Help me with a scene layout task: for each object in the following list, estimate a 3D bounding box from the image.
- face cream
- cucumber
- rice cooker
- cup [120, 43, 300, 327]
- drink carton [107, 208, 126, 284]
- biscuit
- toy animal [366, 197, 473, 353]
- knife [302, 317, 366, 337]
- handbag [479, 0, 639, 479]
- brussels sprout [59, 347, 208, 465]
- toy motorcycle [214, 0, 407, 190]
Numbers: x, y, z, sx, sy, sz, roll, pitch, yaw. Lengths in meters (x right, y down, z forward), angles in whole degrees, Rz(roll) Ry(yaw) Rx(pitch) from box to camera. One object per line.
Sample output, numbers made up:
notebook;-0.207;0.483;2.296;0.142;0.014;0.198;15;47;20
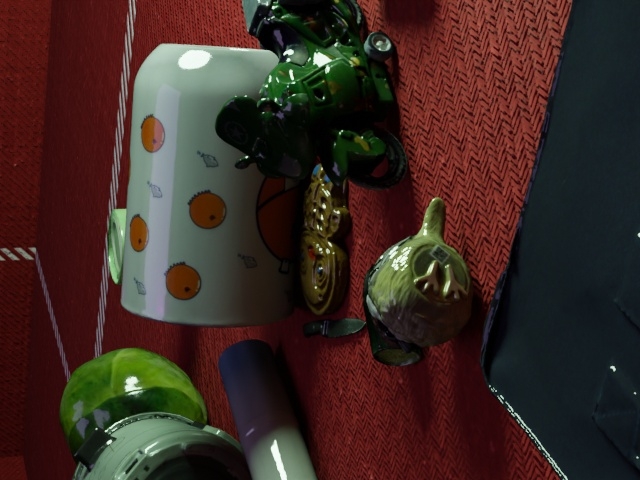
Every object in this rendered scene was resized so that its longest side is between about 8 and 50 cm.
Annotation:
face cream;-0.062;0.239;1.434;0.077;0.077;0.250;109;150;-42
cucumber;0.067;0.072;1.148;0.048;0.048;0.105;122;143;-54
rice cooker;-0.215;0.364;1.617;0.241;0.280;0.227;-54;19;-17
cup;-0.130;-0.073;1.402;0.212;0.212;0.317;-154;65;-65
drink carton;-0.252;0.006;1.807;0.146;0.142;0.144;-117;34;-50
biscuit;0.000;0.000;1.334;0.124;0.026;0.175;-144;56;-62
toy animal;0.087;0.036;1.042;0.098;0.098;0.137;124;155;-55
knife;0.014;0.100;1.326;0.170;0.010;0.023;163;105;-66
handbag;0.216;0.007;0.684;0.269;0.118;0.325;-117;32;-60
brussels sprout;-0.280;0.302;1.813;0.210;0.220;0.271;-159;49;-84
toy motorcycle;-0.022;-0.165;1.165;0.124;0.187;0.274;121;143;-54
